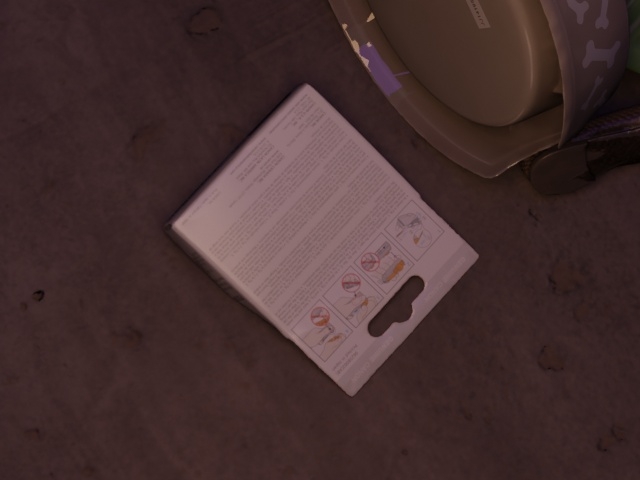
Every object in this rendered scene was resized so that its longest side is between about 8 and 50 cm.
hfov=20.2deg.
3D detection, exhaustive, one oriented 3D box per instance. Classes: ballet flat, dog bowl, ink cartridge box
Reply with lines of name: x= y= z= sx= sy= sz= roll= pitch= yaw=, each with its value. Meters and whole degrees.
ballet flat: x=0.306 y=-0.103 z=1.682 sx=0.249 sy=0.084 sz=0.058 roll=-16 pitch=41 yaw=0
dog bowl: x=0.131 y=-0.225 z=1.582 sx=0.102 sy=0.349 sz=0.349 roll=-34 pitch=77 yaw=-21
ink cartridge box: x=0.000 y=0.000 z=1.676 sx=0.232 sy=0.066 sz=0.189 roll=45 pitch=79 yaw=-10

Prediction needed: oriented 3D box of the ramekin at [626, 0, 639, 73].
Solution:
ramekin: x=0.346 y=-0.309 z=1.644 sx=0.303 sy=0.148 sz=0.303 roll=6 pitch=66 yaw=-14
